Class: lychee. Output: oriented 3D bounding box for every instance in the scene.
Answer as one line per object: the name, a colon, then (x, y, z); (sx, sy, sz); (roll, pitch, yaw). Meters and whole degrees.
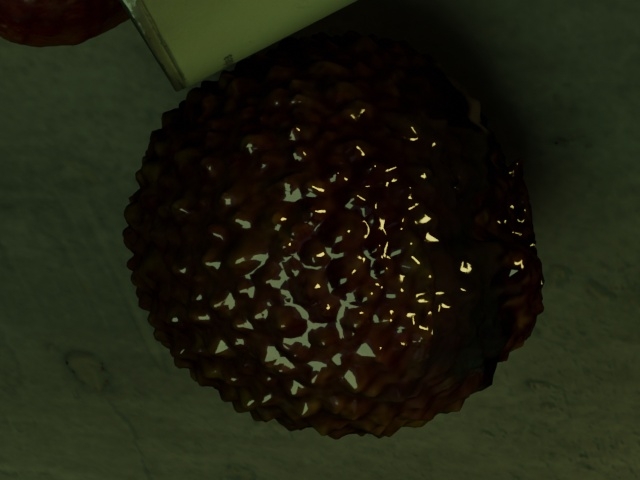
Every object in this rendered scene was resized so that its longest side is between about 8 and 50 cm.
lychee: (0.000, 0.000, 0.676); (0.188, 0.188, 0.188); (13, 137, 12)

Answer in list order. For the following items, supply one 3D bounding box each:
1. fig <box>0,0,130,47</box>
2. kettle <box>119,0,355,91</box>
fig: (-0.129, -0.143, 0.645); (0.153, 0.119, 0.119); (17, 144, 45)
kettle: (-0.008, -0.121, 0.541); (0.148, 0.127, 0.098); (-29, 119, -3)
